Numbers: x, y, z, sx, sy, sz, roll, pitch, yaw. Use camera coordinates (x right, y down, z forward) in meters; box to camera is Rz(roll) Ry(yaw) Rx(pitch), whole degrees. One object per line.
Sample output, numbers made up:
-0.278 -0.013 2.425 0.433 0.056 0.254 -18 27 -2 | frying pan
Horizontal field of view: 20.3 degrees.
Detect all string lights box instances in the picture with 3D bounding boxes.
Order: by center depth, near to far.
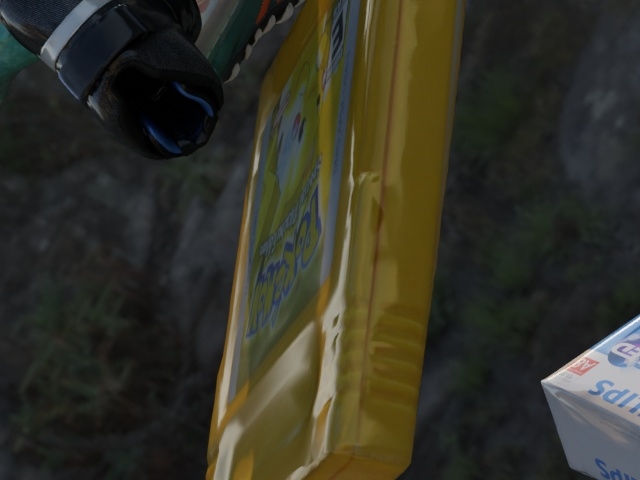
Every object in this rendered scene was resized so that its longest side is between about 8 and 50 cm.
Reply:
0.287 0.073 1.146 0.259 0.077 0.133 -31 28 -22 | string lights box

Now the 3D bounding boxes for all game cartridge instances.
0.000 0.000 0.943 0.285 0.052 0.324 126 156 -62 | game cartridge

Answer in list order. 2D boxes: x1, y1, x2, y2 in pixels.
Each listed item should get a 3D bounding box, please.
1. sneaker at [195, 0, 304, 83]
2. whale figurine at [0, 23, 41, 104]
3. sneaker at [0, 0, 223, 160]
-0.048 -0.178 1.182 0.108 0.121 0.302 0 57 38 | sneaker
-0.285 -0.149 1.044 0.216 0.272 0.141 -33 36 38 | whale figurine
-0.093 -0.090 0.954 0.079 0.121 0.217 -44 -12 11 | sneaker
